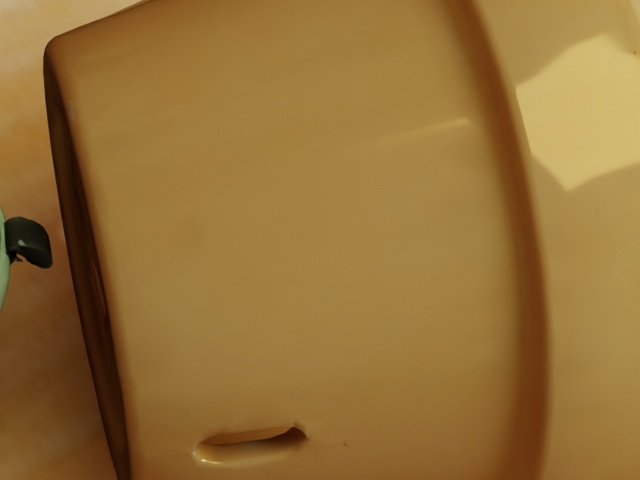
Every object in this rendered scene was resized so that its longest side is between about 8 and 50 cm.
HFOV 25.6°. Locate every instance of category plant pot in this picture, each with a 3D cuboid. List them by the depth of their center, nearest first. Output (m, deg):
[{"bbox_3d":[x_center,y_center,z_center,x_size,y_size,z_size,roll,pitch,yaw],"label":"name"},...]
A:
[{"bbox_3d":[0.000,0.000,0.600,0.204,0.291,0.290,-11,65,-13],"label":"plant pot"}]

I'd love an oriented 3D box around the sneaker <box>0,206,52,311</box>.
[{"bbox_3d":[-0.185,-0.042,0.595,0.094,0.151,0.255,-10,64,-29],"label":"sneaker"}]
